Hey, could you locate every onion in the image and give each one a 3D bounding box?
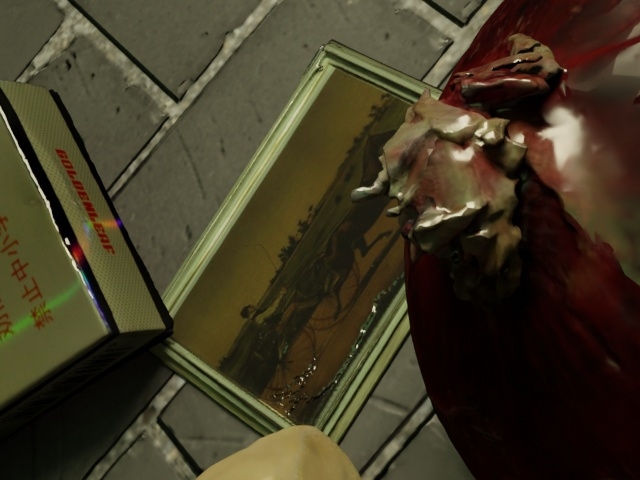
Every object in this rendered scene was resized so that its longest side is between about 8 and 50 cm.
[{"bbox_3d":[0.149,-0.016,0.747,0.347,0.285,0.347,-25,59,50],"label":"onion"}]

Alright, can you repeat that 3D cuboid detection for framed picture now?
[{"bbox_3d":[0.000,0.000,1.027,0.197,0.014,0.252,30,86,41],"label":"framed picture"}]

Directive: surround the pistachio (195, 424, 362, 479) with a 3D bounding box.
[{"bbox_3d":[-0.040,0.213,0.866,0.157,0.157,0.229,-1,61,35],"label":"pistachio"}]

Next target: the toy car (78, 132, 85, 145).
[{"bbox_3d":[-0.232,-0.033,1.173,0.142,0.069,0.055,-57,38,-2],"label":"toy car"}]

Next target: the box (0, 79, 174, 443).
[{"bbox_3d":[-0.274,0.054,1.090,0.310,0.084,0.198,-33,77,21],"label":"box"}]
